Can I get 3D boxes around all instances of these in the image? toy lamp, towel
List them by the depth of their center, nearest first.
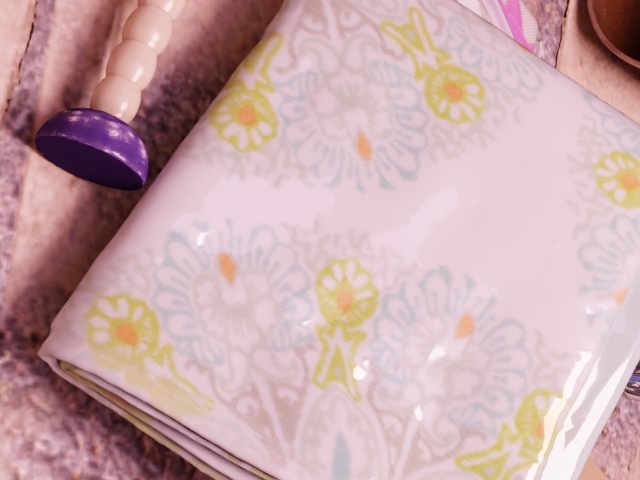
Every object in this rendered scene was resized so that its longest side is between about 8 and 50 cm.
[{"bbox_3d":[-0.091,-0.167,0.719,0.080,0.080,0.275,32,68,-37],"label":"toy lamp"},{"bbox_3d":[0.051,0.014,0.734,0.320,0.090,0.374,35,67,-5],"label":"towel"}]

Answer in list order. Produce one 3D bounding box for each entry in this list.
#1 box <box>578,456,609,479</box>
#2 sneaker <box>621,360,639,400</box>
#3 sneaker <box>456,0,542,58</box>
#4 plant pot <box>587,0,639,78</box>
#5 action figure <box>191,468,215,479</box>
[{"bbox_3d":[0.242,0.300,1.044,0.201,0.021,0.164,47,60,-30],"label":"box"},{"bbox_3d":[0.218,0.099,0.995,0.211,0.081,0.080,21,76,-22],"label":"sneaker"},{"bbox_3d":[0.129,-0.125,0.899,0.111,0.103,0.252,-18,102,-39],"label":"sneaker"},{"bbox_3d":[0.394,-0.197,1.090,0.230,0.215,0.215,38,64,-51],"label":"plant pot"},{"bbox_3d":[-0.101,0.260,0.626,0.330,0.178,0.341,-44,130,-52],"label":"action figure"}]
